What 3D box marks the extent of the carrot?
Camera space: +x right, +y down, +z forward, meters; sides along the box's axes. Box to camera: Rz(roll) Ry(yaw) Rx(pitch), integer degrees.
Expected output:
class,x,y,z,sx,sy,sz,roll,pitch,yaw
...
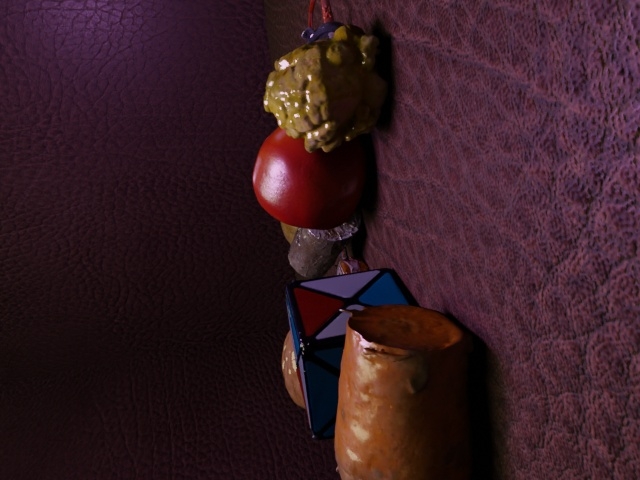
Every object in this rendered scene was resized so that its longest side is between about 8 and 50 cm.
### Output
class,x,y,z,sx,sy,sz,roll,pitch,yaw
carrot,0.134,0.281,0.823,0.224,0.224,0.340,-127,36,-72

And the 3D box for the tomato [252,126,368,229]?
class,x,y,z,sx,sy,sz,roll,pitch,yaw
tomato,-0.012,-0.146,1.198,0.226,0.299,0.298,48,157,26

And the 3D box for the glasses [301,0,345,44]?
class,x,y,z,sx,sy,sz,roll,pitch,yaw
glasses,-0.018,-0.544,1.229,0.234,0.118,0.268,115,144,-78

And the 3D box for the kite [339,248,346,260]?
class,x,y,z,sx,sy,sz,roll,pitch,yaw
kite,0.066,0.001,1.659,0.189,0.009,0.232,98,160,-65

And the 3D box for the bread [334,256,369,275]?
class,x,y,z,sx,sy,sz,roll,pitch,yaw
bread,0.092,0.123,1.406,0.160,0.073,0.160,170,90,-82

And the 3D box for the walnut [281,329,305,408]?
class,x,y,z,sx,sy,sz,roll,pitch,yaw
walnut,0.012,0.367,1.589,0.252,0.277,0.312,-15,75,45

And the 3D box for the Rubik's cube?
class,x,y,z,sx,sy,sz,roll,pitch,yaw
Rubik's cube,0.072,0.228,1.068,0.250,0.248,0.246,-114,17,-64

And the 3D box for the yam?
class,x,y,z,sx,sy,sz,roll,pitch,yaw
yam,0.000,0.000,1.398,0.254,0.154,0.154,126,137,-51

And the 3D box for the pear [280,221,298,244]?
class,x,y,z,sx,sy,sz,roll,pitch,yaw
pear,-0.031,-0.084,1.581,0.228,0.188,0.211,102,157,-47

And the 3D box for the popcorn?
class,x,y,z,sx,sy,sz,roll,pitch,yaw
popcorn,0.017,-0.286,0.989,0.259,0.259,0.212,-118,7,-66
